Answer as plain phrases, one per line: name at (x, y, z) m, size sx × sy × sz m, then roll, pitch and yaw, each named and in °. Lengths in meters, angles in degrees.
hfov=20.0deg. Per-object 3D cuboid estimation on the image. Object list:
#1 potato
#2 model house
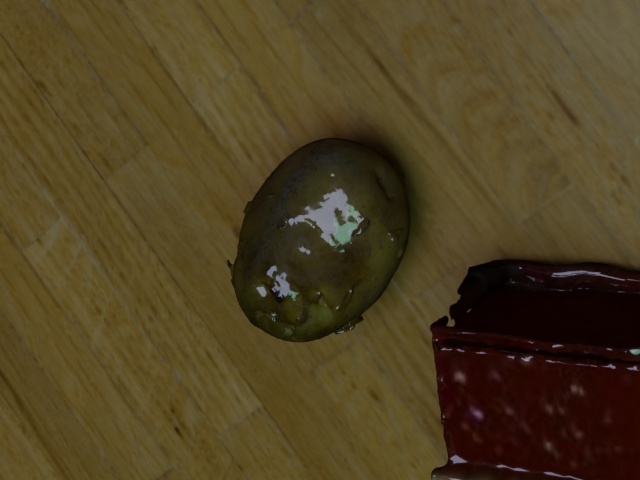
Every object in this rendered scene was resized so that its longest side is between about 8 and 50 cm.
potato at (0.000, 0.000, 1.511) m, size 0.137 × 0.137 × 0.176 m, roll 41°, pitch 98°, yaw 11°
model house at (0.198, 0.160, 1.435) m, size 0.196 × 0.160 × 0.254 m, roll 5°, pitch 109°, yaw 25°
